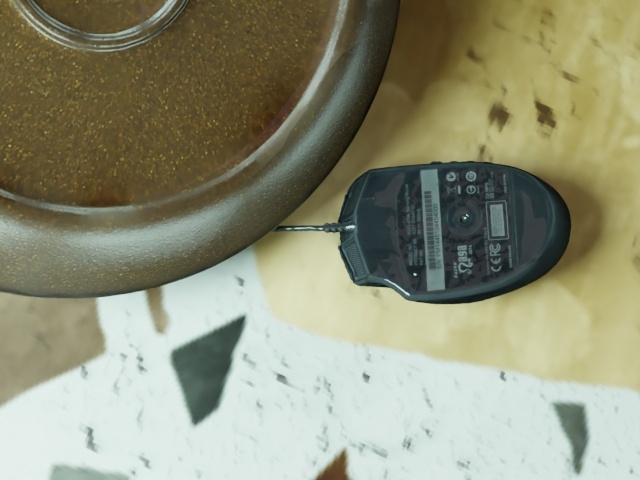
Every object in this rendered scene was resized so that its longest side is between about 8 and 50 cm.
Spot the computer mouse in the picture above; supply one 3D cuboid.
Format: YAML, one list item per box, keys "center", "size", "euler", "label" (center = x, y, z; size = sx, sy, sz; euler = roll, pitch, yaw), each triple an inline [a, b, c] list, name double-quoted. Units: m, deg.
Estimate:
- center: [0.000, 0.000, 0.723]
  size: [0.242, 0.041, 0.071]
  euler: [-1, 73, 6]
  label: "computer mouse"

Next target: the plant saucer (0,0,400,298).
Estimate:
- center: [-0.099, -0.125, 0.637]
  size: [0.311, 0.050, 0.310]
  euler: [-2, 97, -20]
  label: "plant saucer"
